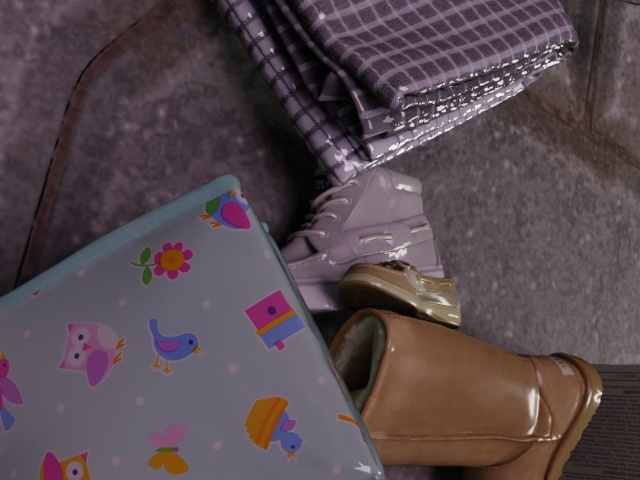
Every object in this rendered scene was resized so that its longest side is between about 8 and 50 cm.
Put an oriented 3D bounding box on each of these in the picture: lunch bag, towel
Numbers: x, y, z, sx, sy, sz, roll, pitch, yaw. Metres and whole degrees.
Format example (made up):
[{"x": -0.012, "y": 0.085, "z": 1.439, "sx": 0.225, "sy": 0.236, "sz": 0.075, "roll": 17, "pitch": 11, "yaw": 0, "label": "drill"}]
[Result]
[{"x": -0.114, "y": 0.123, "z": 0.620, "sx": 0.262, "sy": 0.160, "sz": 0.223, "roll": -27, "pitch": 74, "yaw": -1, "label": "lunch bag"}, {"x": 0.067, "y": -0.208, "z": 0.854, "sx": 0.283, "sy": 0.121, "sz": 0.235, "roll": -28, "pitch": 83, "yaw": -36, "label": "towel"}]

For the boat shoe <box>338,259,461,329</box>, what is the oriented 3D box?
[{"x": 0.065, "y": 0.037, "z": 0.797, "sx": 0.153, "sy": 0.056, "sz": 0.048, "roll": 22, "pitch": 66, "yaw": -49, "label": "boat shoe"}]

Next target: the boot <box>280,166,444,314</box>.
[{"x": 0.000, "y": 0.000, "z": 0.842, "sx": 0.258, "sy": 0.095, "sz": 0.123, "roll": -4, "pitch": 82, "yaw": -47, "label": "boot"}]

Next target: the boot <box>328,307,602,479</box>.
[{"x": 0.096, "y": 0.177, "z": 0.848, "sx": 0.269, "sy": 0.089, "sz": 0.236, "roll": 12, "pitch": 103, "yaw": -39, "label": "boot"}]

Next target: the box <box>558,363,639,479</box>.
[{"x": 0.305, "y": 0.289, "z": 1.009, "sx": 0.121, "sy": 0.148, "sz": 0.311, "roll": 30, "pitch": 69, "yaw": -33, "label": "box"}]

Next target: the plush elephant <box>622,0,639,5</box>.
[{"x": 0.338, "y": -0.342, "z": 1.048, "sx": 0.255, "sy": 0.330, "sz": 0.272, "roll": -50, "pitch": 124, "yaw": -11, "label": "plush elephant"}]
